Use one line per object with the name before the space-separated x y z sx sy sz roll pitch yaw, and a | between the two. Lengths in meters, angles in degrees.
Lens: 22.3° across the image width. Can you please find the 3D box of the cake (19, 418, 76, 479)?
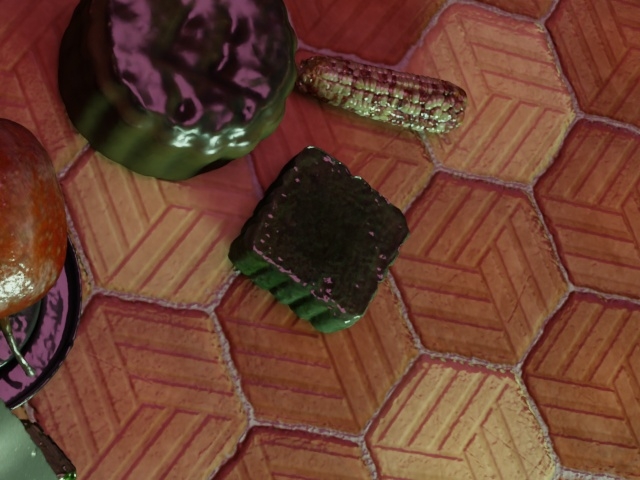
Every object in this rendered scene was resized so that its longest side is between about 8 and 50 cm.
cake | -0.389 0.302 1.775 0.235 0.099 0.100 -32 66 -28

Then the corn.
corn | 0.081 -0.195 2.142 0.237 0.079 0.079 13 71 -20

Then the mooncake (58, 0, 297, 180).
mooncake | -0.167 -0.223 1.996 0.290 0.161 0.290 6 76 -22

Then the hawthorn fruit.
hawthorn fruit | -0.372 -0.017 1.732 0.263 0.235 0.231 37 92 6

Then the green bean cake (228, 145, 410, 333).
green bean cake | 0.000 0.000 2.044 0.183 0.094 0.185 36 64 -10

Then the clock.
clock | -0.434 0.059 1.856 0.319 0.066 0.318 6 74 -23

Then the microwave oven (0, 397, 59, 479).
microwave oven | -0.506 0.220 1.540 0.432 0.374 0.236 20 66 16
